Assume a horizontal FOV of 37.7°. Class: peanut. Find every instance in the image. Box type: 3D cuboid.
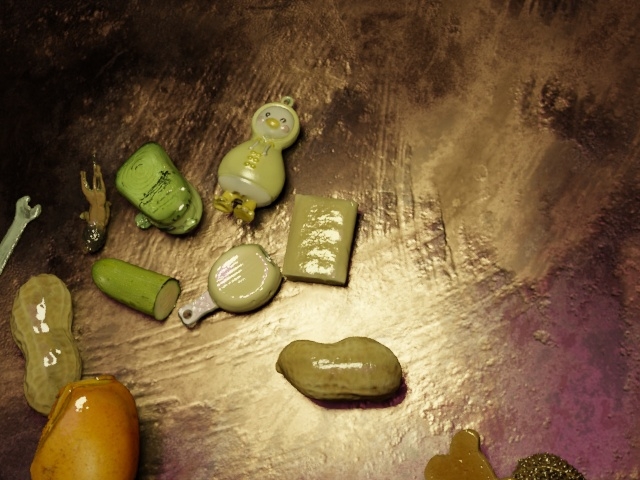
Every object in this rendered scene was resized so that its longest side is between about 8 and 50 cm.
[{"bbox_3d":[0.033,0.247,1.809,0.253,0.137,0.122,-2,118,9],"label":"peanut"},{"bbox_3d":[-0.563,0.215,1.917,0.136,0.120,0.298,-23,70,27],"label":"peanut"}]

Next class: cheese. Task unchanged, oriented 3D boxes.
[{"bbox_3d":[-0.191,0.100,1.919,0.227,0.064,0.137,-33,67,-3],"label":"cheese"}]

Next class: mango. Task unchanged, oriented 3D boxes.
[{"bbox_3d":[-0.457,0.432,1.796,0.199,0.201,0.350,2,81,27],"label":"mango"}]

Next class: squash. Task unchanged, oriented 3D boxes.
[{"bbox_3d":[-0.393,0.091,1.945,0.188,0.095,0.095,20,77,20],"label":"squash"}]

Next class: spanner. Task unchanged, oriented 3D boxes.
[{"bbox_3d":[-0.697,0.041,2.045,0.071,0.017,0.302,24,78,15],"label":"spanner"}]

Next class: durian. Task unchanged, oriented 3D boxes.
[{"bbox_3d":[0.430,0.459,1.691,0.188,0.091,0.148,9,74,10],"label":"durian"}]

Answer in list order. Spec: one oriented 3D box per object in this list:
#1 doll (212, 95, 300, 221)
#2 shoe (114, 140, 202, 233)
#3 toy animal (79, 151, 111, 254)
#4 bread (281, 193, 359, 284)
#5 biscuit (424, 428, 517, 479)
[{"bbox_3d":[-0.126,-0.181,1.967,0.141,0.117,0.296,19,77,11],"label":"doll"},{"bbox_3d":[-0.345,-0.099,1.976,0.140,0.128,0.262,-36,42,-12],"label":"shoe"},{"bbox_3d":[-0.482,-0.081,2.012,0.069,0.086,0.220,-3,95,-14],"label":"toy animal"},{"bbox_3d":[0.000,0.000,1.920,0.139,0.060,0.178,8,75,13],"label":"bread"},{"bbox_3d":[0.297,0.470,1.713,0.158,0.035,0.240,-45,68,27],"label":"biscuit"}]
